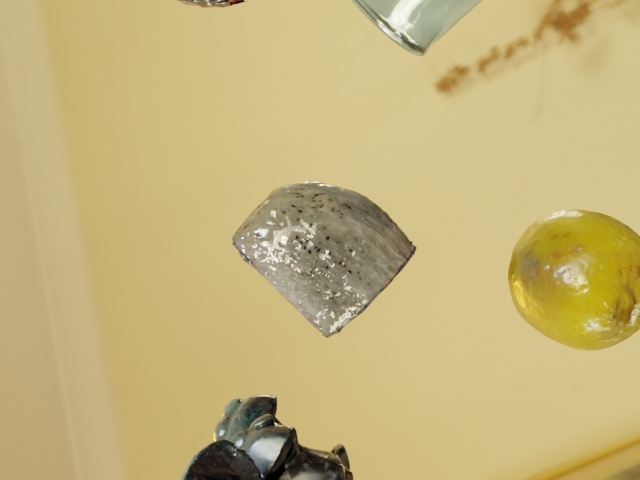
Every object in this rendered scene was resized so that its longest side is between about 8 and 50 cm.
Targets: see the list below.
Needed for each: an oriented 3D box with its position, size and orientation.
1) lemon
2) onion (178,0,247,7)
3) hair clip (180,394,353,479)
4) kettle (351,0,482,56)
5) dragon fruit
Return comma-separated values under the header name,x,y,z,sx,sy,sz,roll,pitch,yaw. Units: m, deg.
name,x,y,z,sx,sy,sz,roll,pitch,yaw
lemon,0.313,0.048,1.657,0.170,0.170,0.207,55,170,-27
onion,-0.093,-0.299,1.208,0.184,0.184,0.147,53,-164,-31
hair clip,-0.076,0.292,1.340,0.194,0.206,0.310,36,-118,-6
kettle,0.150,-0.413,1.633,0.265,0.318,0.205,47,-159,1
dragon fruit,0.000,0.000,2.177,0.221,0.204,0.283,43,-179,-8
